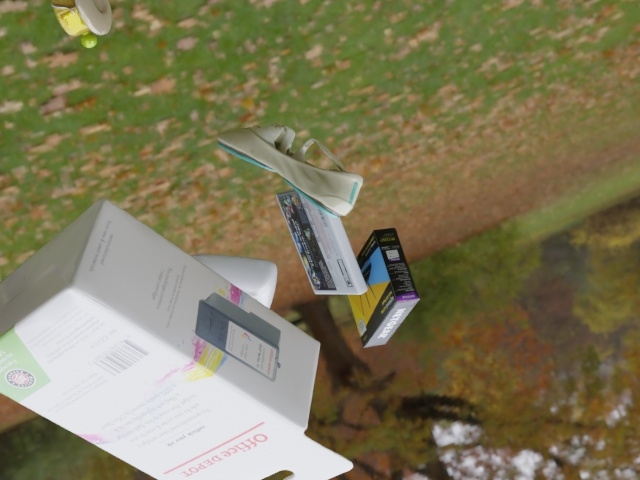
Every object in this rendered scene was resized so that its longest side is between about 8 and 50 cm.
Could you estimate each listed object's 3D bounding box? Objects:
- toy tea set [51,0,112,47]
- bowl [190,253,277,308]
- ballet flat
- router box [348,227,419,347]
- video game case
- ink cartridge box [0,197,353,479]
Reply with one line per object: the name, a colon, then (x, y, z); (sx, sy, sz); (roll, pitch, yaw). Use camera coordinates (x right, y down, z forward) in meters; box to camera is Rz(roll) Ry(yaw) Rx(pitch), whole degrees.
toy tea set: (-0.366, -0.403, 1.282); (0.124, 0.336, 0.200); (-13, -144, 16)
bowl: (-0.138, 0.082, 1.553); (0.142, 0.053, 0.142); (6, 146, -6)
ballet flat: (-0.042, -0.119, 1.493); (0.086, 0.248, 0.086); (-41, 150, -30)
router box: (0.098, 0.080, 1.726); (0.046, 0.133, 0.179); (-7, 152, -20)
video game case: (0.000, 0.000, 1.738); (0.022, 0.190, 0.173); (-25, -172, -24)
ink cartridge box: (-0.147, 0.135, 1.057); (0.207, 0.353, 0.119); (-32, -147, 36)
